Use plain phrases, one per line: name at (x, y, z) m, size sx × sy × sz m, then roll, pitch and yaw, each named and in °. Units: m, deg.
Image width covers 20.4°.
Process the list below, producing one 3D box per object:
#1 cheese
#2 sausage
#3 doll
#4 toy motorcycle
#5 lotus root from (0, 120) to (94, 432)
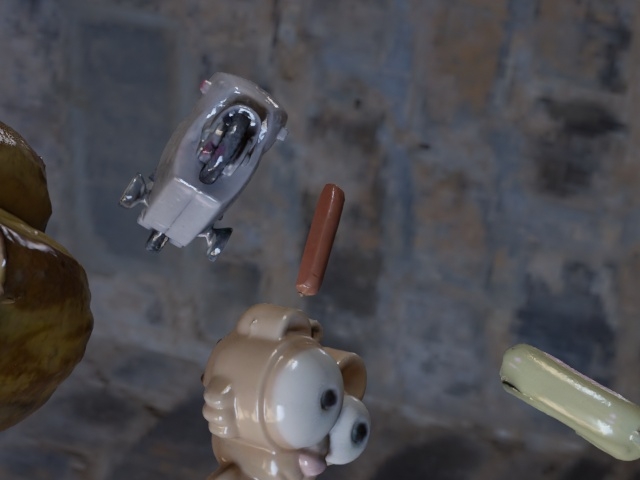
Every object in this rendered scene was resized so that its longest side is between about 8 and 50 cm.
cheese at (0.271, 0.168, 1.562) m, size 0.127 × 0.235 × 0.049 m, roll 38°, pitch 81°, yaw -48°
sausage at (0.000, 0.000, 2.105) m, size 0.030 × 0.035 × 0.147 m, roll 41°, pitch 56°, yaw -49°
doll at (-0.047, 0.190, 1.361) m, size 0.154 × 0.119 × 0.278 m, roll 22°, pitch 81°, yaw -52°
toy motorcycle at (-0.103, -0.083, 1.726) m, size 0.171 × 0.110 × 0.260 m, roll -61°, pitch -172°, yaw -29°
lotus root at (-0.310, 0.009, 1.415) m, size 0.250 × 0.316 × 0.316 m, roll 4°, pitch 99°, yaw -60°
